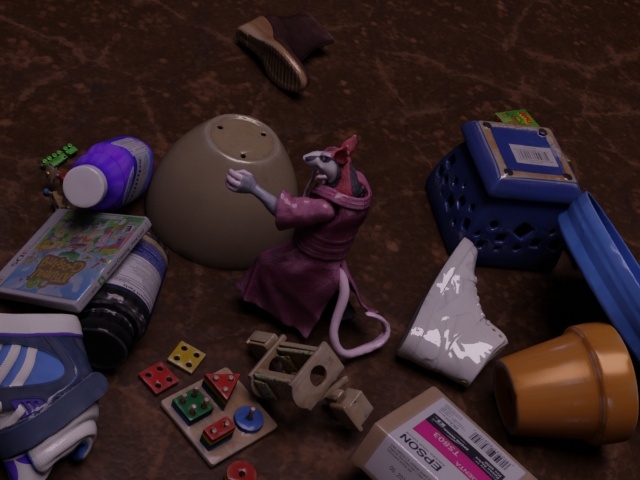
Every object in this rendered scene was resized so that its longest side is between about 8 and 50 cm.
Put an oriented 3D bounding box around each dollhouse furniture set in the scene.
[{"bbox_3d":[-0.038,0.242,1.588,0.101,0.182,0.161,-49,120,-27],"label":"dollhouse furniture set"}]

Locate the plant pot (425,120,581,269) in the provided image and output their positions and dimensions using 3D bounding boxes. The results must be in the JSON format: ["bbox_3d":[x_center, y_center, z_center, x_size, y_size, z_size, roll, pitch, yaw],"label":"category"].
[{"bbox_3d":[0.370,-0.100,1.987,0.236,0.212,0.236,4,44,-18],"label":"plant pot"}]

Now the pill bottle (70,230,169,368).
[{"bbox_3d":[-0.321,0.089,1.580,0.123,0.122,0.219,17,43,-6],"label":"pill bottle"}]

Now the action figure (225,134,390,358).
[{"bbox_3d":[0.000,0.000,1.616,0.248,0.370,0.275,-20,55,-38],"label":"action figure"}]

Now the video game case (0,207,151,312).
[{"bbox_3d":[-0.397,0.026,1.576,0.212,0.023,0.193,6,47,35],"label":"video game case"}]

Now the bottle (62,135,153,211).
[{"bbox_3d":[-0.357,-0.108,1.687,0.092,0.118,0.283,17,11,1],"label":"bottle"}]

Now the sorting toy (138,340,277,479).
[{"bbox_3d":[-0.158,0.253,1.537,0.132,0.046,0.274,-24,59,-38],"label":"sorting toy"}]

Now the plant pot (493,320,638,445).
[{"bbox_3d":[0.397,0.247,1.673,0.188,0.205,0.205,-7,48,-8],"label":"plant pot"}]

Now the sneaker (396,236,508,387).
[{"bbox_3d":[0.263,0.135,1.794,0.169,0.108,0.292,28,53,5],"label":"sneaker"}]

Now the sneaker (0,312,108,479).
[{"bbox_3d":[-0.435,0.224,1.330,0.323,0.130,0.236,1,73,-49],"label":"sneaker"}]

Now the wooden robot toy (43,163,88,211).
[{"bbox_3d":[-0.420,-0.070,1.745,0.079,0.076,0.173,-3,47,-39],"label":"wooden robot toy"}]

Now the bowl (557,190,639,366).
[{"bbox_3d":[0.552,0.095,1.810,0.391,0.077,0.391,50,18,-23],"label":"bowl"}]

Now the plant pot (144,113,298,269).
[{"bbox_3d":[-0.159,-0.114,1.802,0.284,0.191,0.284,12,44,-12],"label":"plant pot"}]

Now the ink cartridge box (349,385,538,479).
[{"bbox_3d":[0.193,0.350,1.517,0.235,0.088,0.193,41,29,19],"label":"ink cartridge box"}]

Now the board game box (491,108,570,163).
[{"bbox_3d":[0.473,-0.220,2.274,0.092,0.043,0.181,-11,52,-31],"label":"board game box"}]

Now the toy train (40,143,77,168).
[{"bbox_3d":[-0.479,-0.152,1.838,0.024,0.017,0.083,41,45,4],"label":"toy train"}]

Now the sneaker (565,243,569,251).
[{"bbox_3d":[0.510,0.008,2.065,0.069,0.038,0.098,20,33,0],"label":"sneaker"}]

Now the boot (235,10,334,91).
[{"bbox_3d":[-0.046,-0.434,2.245,0.207,0.090,0.248,-21,54,-34],"label":"boot"}]
